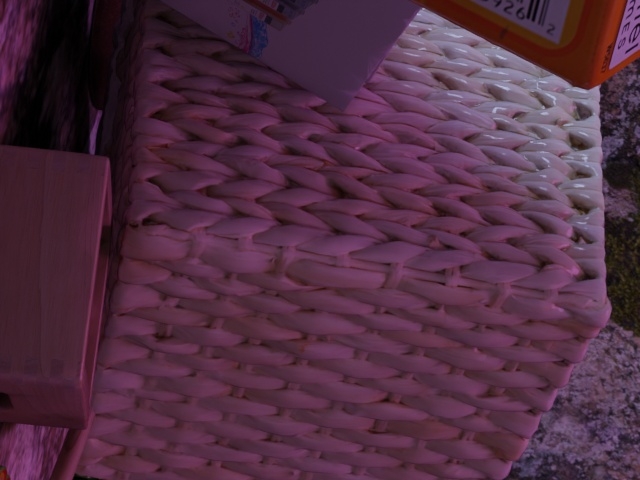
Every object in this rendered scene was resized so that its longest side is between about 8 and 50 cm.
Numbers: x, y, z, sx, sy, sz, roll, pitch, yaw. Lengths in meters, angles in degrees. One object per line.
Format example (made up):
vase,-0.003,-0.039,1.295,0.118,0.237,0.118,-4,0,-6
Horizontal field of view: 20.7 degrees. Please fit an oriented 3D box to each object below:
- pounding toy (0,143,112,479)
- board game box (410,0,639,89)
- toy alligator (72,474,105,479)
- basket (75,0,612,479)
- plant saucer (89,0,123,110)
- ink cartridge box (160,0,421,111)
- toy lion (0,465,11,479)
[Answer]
pounding toy,-0.175,0.073,0.990,0.181,0.094,0.206,109,-13,-72
board game box,0.095,-0.346,0.748,0.356,0.356,0.356,-34,146,-42
toy alligator,-0.205,0.210,1.537,0.051,0.056,0.189,32,66,-42
basket,0.000,0.000,1.218,0.328,0.331,0.266,111,-14,-51
plant saucer,-0.130,-0.192,1.327,0.198,0.036,0.198,13,90,-87
ink cartridge box,-0.013,-0.193,1.056,0.127,0.176,0.128,-49,-168,54
toy lion,-0.234,0.207,1.203,0.096,0.034,0.100,87,16,-54
